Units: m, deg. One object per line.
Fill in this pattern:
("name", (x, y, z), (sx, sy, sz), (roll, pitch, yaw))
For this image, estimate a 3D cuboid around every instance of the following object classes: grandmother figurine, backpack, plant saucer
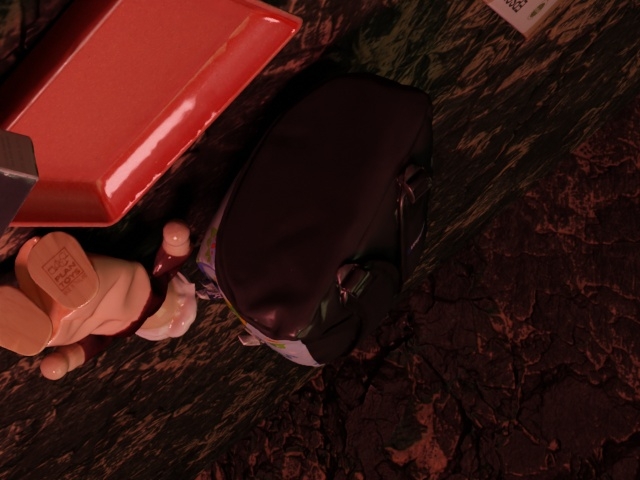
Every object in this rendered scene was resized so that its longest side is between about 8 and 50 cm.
("grandmother figurine", (-0.209, 0.054, 1.229), (0.208, 0.104, 0.342), (-36, 169, 6))
("backpack", (0.000, 0.000, 1.311), (0.290, 0.273, 0.355), (-61, 156, -10))
("plant saucer", (-0.159, -0.113, 0.936), (0.258, 0.047, 0.259), (-45, 166, 16))

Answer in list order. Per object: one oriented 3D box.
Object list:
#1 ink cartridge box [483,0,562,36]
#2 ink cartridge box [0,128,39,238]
("ink cartridge box", (0.233, -0.322, 1.241), (0.193, 0.088, 0.235), (-45, 166, 15))
("ink cartridge box", (-0.305, -0.001, 0.707), (0.208, 0.045, 0.206), (15, 127, -37))
